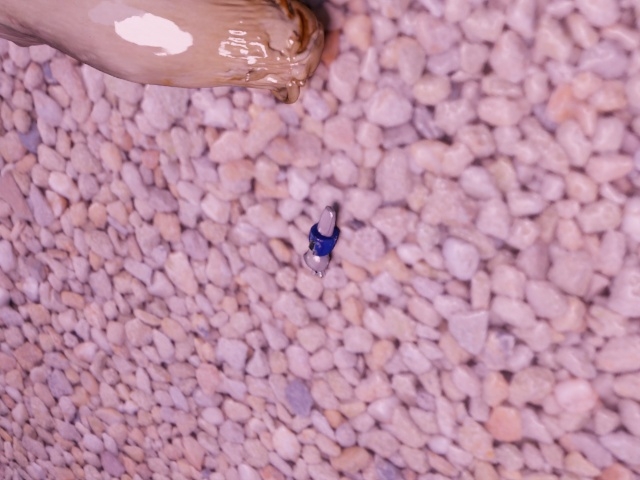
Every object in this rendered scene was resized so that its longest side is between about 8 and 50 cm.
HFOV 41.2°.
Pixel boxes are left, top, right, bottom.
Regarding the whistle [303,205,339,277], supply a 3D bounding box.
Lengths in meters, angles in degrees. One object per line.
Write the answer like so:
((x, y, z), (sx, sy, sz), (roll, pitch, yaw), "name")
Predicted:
((0.000, 0.000, 0.820), (0.033, 0.029, 0.083), (43, 137, 28), "whistle")

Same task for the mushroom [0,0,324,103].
((-0.187, -0.209, 0.763), (0.397, 0.177, 0.126), (18, 85, 27), "mushroom")
